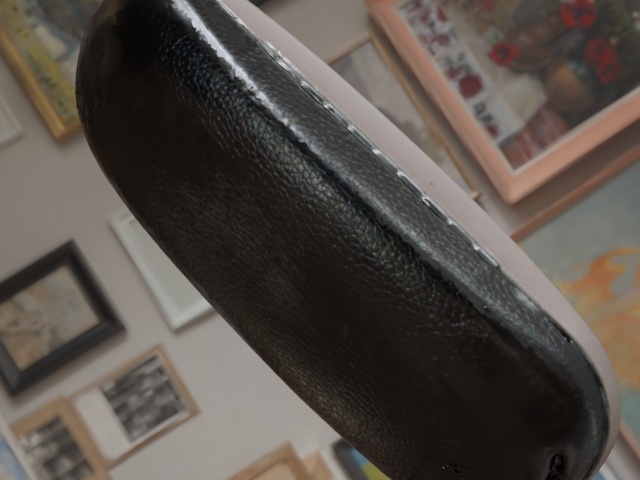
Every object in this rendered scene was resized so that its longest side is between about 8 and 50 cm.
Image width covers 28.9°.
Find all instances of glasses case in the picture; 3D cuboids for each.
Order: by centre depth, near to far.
[{"bbox_3d":[0.000,0.000,0.561,0.314,0.075,0.122,44,-46,17],"label":"glasses case"}]
